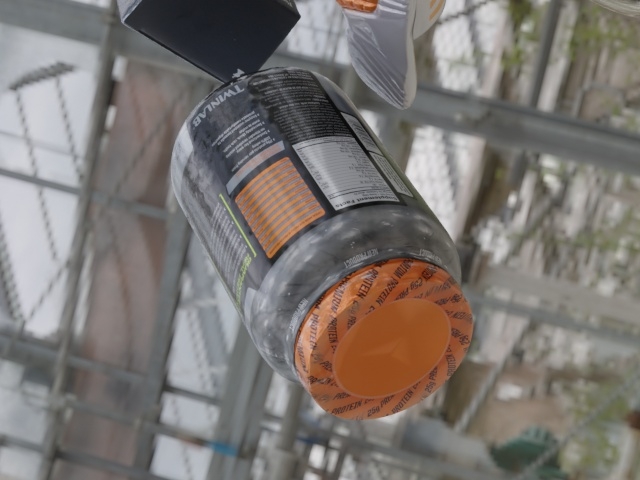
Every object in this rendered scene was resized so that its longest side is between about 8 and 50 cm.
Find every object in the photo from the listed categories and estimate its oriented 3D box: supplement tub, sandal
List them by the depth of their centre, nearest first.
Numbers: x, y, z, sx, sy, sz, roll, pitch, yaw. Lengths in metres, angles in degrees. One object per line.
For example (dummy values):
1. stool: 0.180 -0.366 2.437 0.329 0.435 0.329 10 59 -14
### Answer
1. supplement tub: 0.000 0.000 1.387 0.316 0.193 0.194 -121 28 -46
2. sandal: 0.065 -0.219 1.399 0.076 0.102 0.265 -46 -21 -16

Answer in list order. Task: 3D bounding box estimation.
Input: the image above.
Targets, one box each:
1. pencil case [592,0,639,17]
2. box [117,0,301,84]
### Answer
1. pencil case: 0.261 -0.263 0.987 0.410 0.183 0.160 -40 -22 -53
2. box: -0.126 -0.272 1.601 0.108 0.153 0.207 -48 35 20
